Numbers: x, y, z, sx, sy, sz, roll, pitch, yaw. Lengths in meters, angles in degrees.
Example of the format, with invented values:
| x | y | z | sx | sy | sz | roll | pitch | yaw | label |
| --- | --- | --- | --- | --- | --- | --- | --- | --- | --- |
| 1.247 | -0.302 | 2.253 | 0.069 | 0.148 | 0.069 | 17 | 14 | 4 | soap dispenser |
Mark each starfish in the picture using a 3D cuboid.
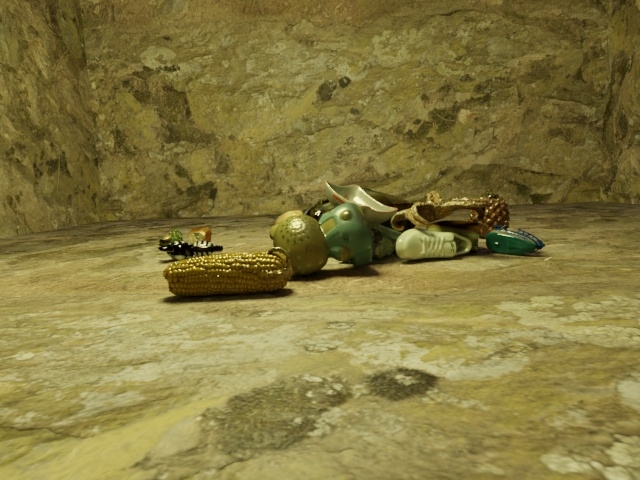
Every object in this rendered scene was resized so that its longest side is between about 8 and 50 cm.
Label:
| x | y | z | sx | sy | sz | roll | pitch | yaw | label |
| --- | --- | --- | --- | --- | --- | --- | --- | --- | --- |
| 0.385 | -0.097 | 1.389 | 0.303 | 0.113 | 0.312 | -10 | 9 | -2 | starfish |

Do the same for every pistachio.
| x | y | z | sx | sy | sz | roll | pitch | yaw | label |
| --- | --- | --- | --- | --- | --- | --- | --- | --- | --- |
| -0.103 | -0.037 | 1.664 | 0.157 | 0.157 | 0.229 | -6 | 3 | -22 | pistachio |

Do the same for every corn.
| x | y | z | sx | sy | sz | roll | pitch | yaw | label |
| --- | --- | --- | --- | --- | --- | --- | --- | --- | --- |
| -0.210 | 0.077 | 0.982 | 0.293 | 0.106 | 0.106 | -5 | 8 | -6 | corn |

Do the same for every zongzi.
| x | y | z | sx | sy | sz | roll | pitch | yaw | label |
| --- | --- | --- | --- | --- | --- | --- | --- | --- | --- |
| 0.065 | -0.106 | 1.617 | 0.403 | 0.207 | 0.432 | -9 | 27 | -29 | zongzi |

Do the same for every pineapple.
| x | y | z | sx | sy | sz | roll | pitch | yaw | label |
| --- | --- | --- | --- | --- | --- | --- | --- | --- | --- |
| 0.656 | -0.105 | 1.684 | 0.166 | 0.193 | 0.166 | -4 | 12 | 1 | pineapple |

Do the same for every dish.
| x | y | z | sx | sy | sz | roll | pitch | yaw | label |
| --- | --- | --- | --- | --- | --- | --- | --- | --- | --- |
| 0.113 | -0.108 | 1.335 | 0.151 | 0.077 | 0.212 | 0 | 27 | -40 | dish |

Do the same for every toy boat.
| x | y | z | sx | sy | sz | roll | pitch | yaw | label |
| --- | --- | --- | --- | --- | --- | --- | --- | --- | --- |
| 0.613 | -0.005 | 1.336 | 0.110 | 0.091 | 0.175 | -27 | 24 | -30 | toy boat |

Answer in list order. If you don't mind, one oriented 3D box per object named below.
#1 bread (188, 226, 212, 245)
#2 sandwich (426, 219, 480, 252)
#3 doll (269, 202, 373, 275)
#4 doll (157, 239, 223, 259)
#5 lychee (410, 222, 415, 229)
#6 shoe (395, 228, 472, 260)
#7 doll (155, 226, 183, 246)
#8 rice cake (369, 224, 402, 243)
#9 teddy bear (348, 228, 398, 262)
| x | y | z | sx | sy | sz | roll | pitch | yaw | label |
| --- | --- | --- | --- | --- | --- | --- | --- | --- | --- |
| -0.513 | -0.018 | 1.841 | 0.083 | 0.076 | 0.070 | 0 | 5 | 10 | bread |
| 0.462 | -0.015 | 1.454 | 0.096 | 0.094 | 0.258 | -12 | 13 | -26 | sandwich |
| 0.000 | 0.000 | 1.167 | 0.261 | 0.161 | 0.177 | -15 | 53 | -5 | doll |
| -0.450 | 0.033 | 1.496 | 0.219 | 0.067 | 0.091 | 0 | 3 | -28 | doll |
| 0.386 | -0.101 | 2.000 | 0.123 | 0.123 | 0.129 | -4 | 20 | -13 | lychee |
| 0.348 | 0.012 | 1.301 | 0.265 | 0.095 | 0.110 | -6 | 9 | -39 | shoe |
| -0.636 | 0.006 | 1.840 | 0.113 | 0.076 | 0.078 | -45 | 7 | -36 | doll |
| 0.235 | -0.015 | 1.435 | 0.226 | 0.040 | 0.085 | 19 | -5 | -31 | rice cake |
| 0.152 | 0.008 | 1.321 | 0.213 | 0.111 | 0.133 | -10 | 14 | -35 | teddy bear |
